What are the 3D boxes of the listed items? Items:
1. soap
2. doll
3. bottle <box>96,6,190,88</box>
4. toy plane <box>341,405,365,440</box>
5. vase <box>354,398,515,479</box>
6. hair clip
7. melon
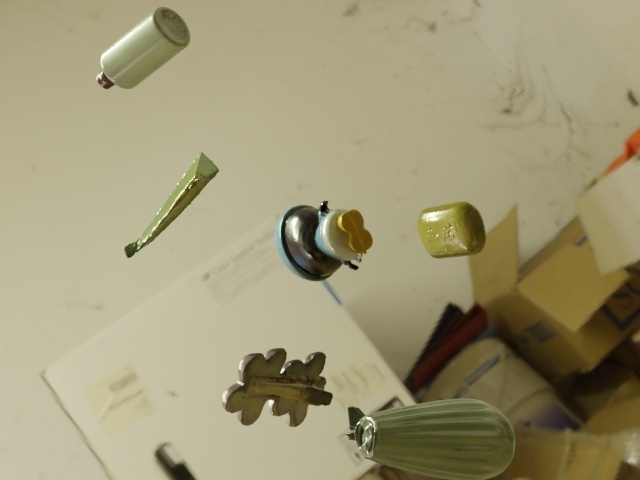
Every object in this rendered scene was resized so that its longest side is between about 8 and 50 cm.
[{"bbox_3d":[0.207,-0.015,1.502,0.045,0.088,0.140,-22,7,-35],"label":"soap"},{"bbox_3d":[0.000,0.000,2.026,0.141,0.177,0.314,-29,9,-30],"label":"doll"},{"bbox_3d":[-0.400,-0.405,2.043,0.245,0.104,0.104,-29,0,33],"label":"bottle"},{"bbox_3d":[0.181,0.359,1.779,0.268,0.088,0.212,-3,-12,11],"label":"toy plane"},{"bbox_3d":[0.173,0.305,1.436,0.248,0.128,0.128,7,-32,-26],"label":"vase"},{"bbox_3d":[-0.067,0.255,1.604,0.257,0.075,0.146,16,-79,-46],"label":"hair clip"},{"bbox_3d":[-0.299,-0.062,1.884,0.261,0.053,0.114,-51,15,-4],"label":"melon"}]
